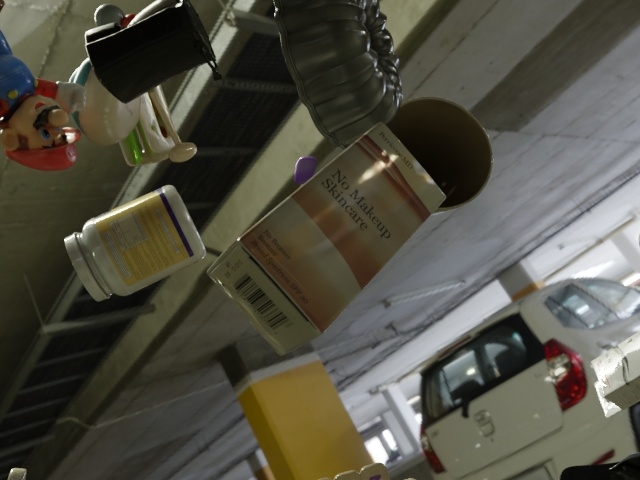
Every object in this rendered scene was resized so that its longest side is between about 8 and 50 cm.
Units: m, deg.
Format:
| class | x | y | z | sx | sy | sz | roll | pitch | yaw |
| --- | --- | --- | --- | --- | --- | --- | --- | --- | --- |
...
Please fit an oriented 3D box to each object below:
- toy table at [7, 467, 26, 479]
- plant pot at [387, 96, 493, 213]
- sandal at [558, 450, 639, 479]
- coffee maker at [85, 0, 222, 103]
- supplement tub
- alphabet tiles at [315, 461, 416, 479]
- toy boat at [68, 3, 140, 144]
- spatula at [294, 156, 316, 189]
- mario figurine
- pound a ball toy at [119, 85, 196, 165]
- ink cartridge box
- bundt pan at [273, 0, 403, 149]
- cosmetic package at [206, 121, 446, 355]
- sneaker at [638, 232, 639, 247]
| class | x | y | z | sx | sy | sz | roll | pitch | yaw |
| --- | --- | --- | --- | --- | --- | --- | --- | --- | --- |
| toy table | -0.573 | 0.563 | 1.069 | 0.274 | 0.252 | 0.161 | -66 | 17 | 1 |
| plant pot | 0.224 | -0.154 | 1.410 | 0.256 | 0.256 | 0.274 | -25 | -10 | -14 |
| sandal | 0.544 | 0.412 | 1.045 | 0.254 | 0.097 | 0.054 | -12 | -43 | -4 |
| coffee maker | -0.271 | -0.301 | 0.967 | 0.178 | 0.171 | 0.120 | -26 | -42 | 6 |
| supplement tub | -0.521 | 0.011 | 1.727 | 0.331 | 0.241 | 0.241 | -26 | -20 | -12 |
| alphabet tiles | 0.084 | 0.597 | 1.279 | 0.284 | 0.278 | 0.021 | -17 | 18 | -1 |
| toy boat | -0.478 | -0.375 | 1.368 | 0.148 | 0.318 | 0.267 | 17 | -10 | -3 |
| spatula | -0.080 | -0.145 | 2.046 | 0.084 | 0.296 | 0.030 | 6 | -18 | 33 |
| mario figurine | -0.525 | -0.273 | 1.078 | 0.198 | 0.170 | 0.320 | -36 | -59 | -21 |
| pound a ball toy | -0.434 | -0.337 | 1.594 | 0.208 | 0.319 | 0.136 | -18 | 2 | 38 |
| ink cartridge box | 0.630 | 0.271 | 1.240 | 0.180 | 0.060 | 0.104 | -46 | 18 | 29 |
| bundt pan | 0.049 | -0.330 | 1.036 | 0.124 | 0.330 | 0.331 | -15 | -14 | 22 |
| cosmetic package | 0.016 | -0.009 | 0.802 | 0.296 | 0.153 | 0.129 | -45 | 4 | -35 |
| sneaker | 0.672 | -0.028 | 1.132 | 0.170 | 0.068 | 0.071 | -59 | -8 | 34 |
